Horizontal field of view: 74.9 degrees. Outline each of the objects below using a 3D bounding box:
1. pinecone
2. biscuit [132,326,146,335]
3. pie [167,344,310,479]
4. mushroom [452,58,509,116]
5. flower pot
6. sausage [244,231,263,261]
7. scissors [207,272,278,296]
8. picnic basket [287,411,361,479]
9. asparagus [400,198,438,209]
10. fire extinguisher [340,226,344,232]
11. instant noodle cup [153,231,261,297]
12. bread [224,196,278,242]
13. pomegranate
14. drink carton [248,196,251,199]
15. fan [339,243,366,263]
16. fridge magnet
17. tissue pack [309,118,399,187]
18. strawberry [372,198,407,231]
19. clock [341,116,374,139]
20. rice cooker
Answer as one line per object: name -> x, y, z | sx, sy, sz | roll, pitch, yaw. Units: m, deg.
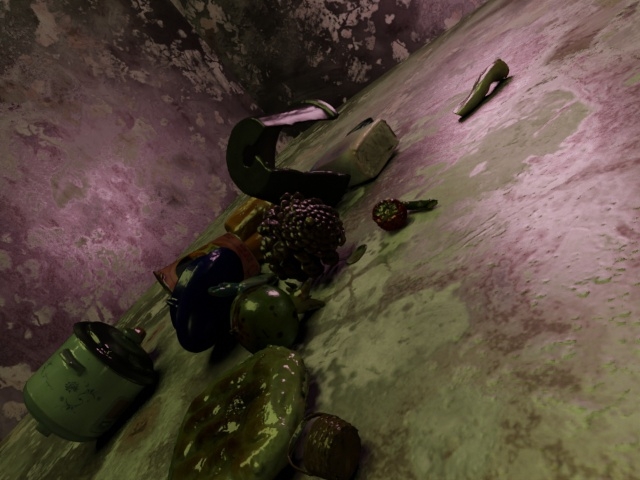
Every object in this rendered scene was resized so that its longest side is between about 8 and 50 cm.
pinecone -> -0.050, 0.002, 0.954 | 0.208, 0.207, 0.207 | -37, 18, 14
biscuit -> -0.657, 0.382, 1.405 | 0.295, 0.044, 0.186 | -52, 10, 37
pie -> -0.131, 0.281, 0.636 | 0.306, 0.071, 0.306 | -36, 25, 20
mushroom -> 0.436, -0.409, 1.142 | 0.202, 0.054, 0.059 | -49, 13, -6
flower pot -> -0.127, -0.243, 1.263 | 0.251, 0.379, 0.379 | -11, -9, -46
sausage -> -0.171, 0.001, 1.357 | 0.238, 0.098, 0.098 | -31, 21, 25
scissors -> -0.157, 0.108, 1.006 | 0.138, 0.041, 0.289 | 5, 5, 12
picnic basket -> 0.000, 0.237, 0.486 | 0.083, 0.072, 0.072 | -5, 38, 41
asparagus -> 0.203, -0.074, 0.864 | 0.108, 0.025, 0.021 | 3, 89, 63
fire extinguisher -> 0.000, 0.000, 1.091 | 0.132, 0.039, 0.056 | -36, -14, 18
instant noodle cup -> -0.325, 0.109, 1.247 | 0.255, 0.243, 0.244 | -40, 16, -22
bread -> -0.188, -0.099, 1.537 | 0.344, 0.148, 0.195 | -44, 30, -11
pomegranate -> -0.096, 0.140, 0.813 | 0.149, 0.148, 0.169 | -20, 21, 48
drink carton -> -0.199, -0.177, 1.768 | 0.144, 0.146, 0.142 | -37, 10, 13
fan -> 0.076, 0.028, 0.927 | 0.060, 0.003, 0.080 | -44, 18, -9
fridge magnet -> -0.273, 0.143, 1.028 | 0.113, 0.265, 0.265 | 16, 45, 16
tissue pack -> 0.102, -0.265, 1.368 | 0.271, 0.124, 0.201 | -13, 36, 54
strawberry -> 0.149, -0.053, 0.885 | 0.073, 0.073, 0.083 | -38, -18, 10
clock -> 0.163, -0.467, 1.841 | 0.185, 0.040, 0.184 | -38, 18, 14
rice cooker -> -0.612, 0.369, 1.142 | 0.317, 0.264, 0.316 | -42, -28, -29
